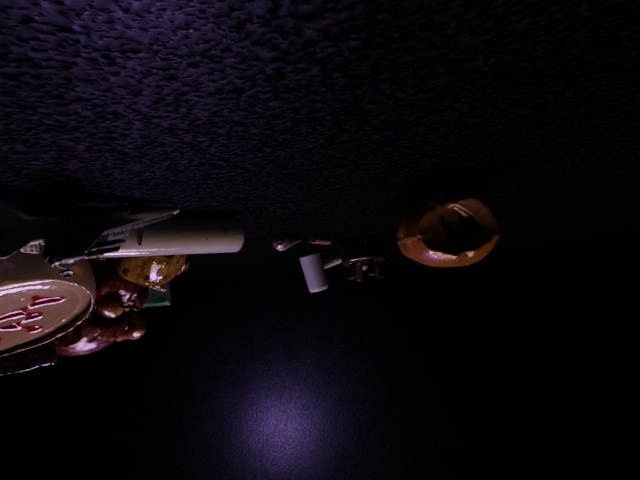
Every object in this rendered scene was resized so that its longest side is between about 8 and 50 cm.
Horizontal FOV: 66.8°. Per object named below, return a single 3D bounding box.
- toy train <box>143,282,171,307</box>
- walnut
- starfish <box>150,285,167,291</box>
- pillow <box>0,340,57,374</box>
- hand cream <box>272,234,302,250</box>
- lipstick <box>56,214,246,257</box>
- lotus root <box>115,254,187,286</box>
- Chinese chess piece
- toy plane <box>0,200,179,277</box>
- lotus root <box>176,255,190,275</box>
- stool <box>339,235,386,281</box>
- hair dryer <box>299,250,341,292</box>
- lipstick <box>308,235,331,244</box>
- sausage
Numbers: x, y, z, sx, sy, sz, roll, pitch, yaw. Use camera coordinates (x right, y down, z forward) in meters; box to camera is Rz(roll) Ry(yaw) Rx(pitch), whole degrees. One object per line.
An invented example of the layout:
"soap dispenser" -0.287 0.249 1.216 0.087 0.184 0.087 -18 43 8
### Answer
"toy train" -0.641 0.165 1.586 0.266 0.145 0.202 -8 177 25
"walnut" -0.501 0.127 1.005 0.269 0.221 0.244 9 156 21
"starfish" -0.413 0.069 1.105 0.208 0.053 0.176 -9 136 24
"pillow" -0.548 0.114 0.801 0.189 0.255 0.034 -1 137 -35
"hand cream" -0.081 0.003 1.136 0.057 0.037 0.165 -7 -178 6
"lipstick" -0.235 -0.007 0.693 0.264 0.059 0.059 -1 172 -39
"lotus root" -0.295 0.030 0.840 0.110 0.097 0.258 -6 179 -26
"Chinese chess piece" -0.449 0.076 0.675 0.250 0.103 0.250 -24 159 -10
"toy plane" -0.273 -0.007 0.556 0.234 0.082 0.160 1 -162 -46
"lotus root" -0.361 0.055 1.158 0.152 0.063 0.072 -12 160 35
"stool" 0.116 0.052 1.372 0.125 0.121 0.217 -7 169 -6
"hair dryer" 0.026 0.088 1.703 0.073 0.131 0.236 -14 -176 37
"lipstick" 0.000 0.000 1.202 0.019 0.019 0.094 -8 174 25
"sausage" 0.190 -0.015 0.780 0.134 0.116 0.354 -21 176 5
